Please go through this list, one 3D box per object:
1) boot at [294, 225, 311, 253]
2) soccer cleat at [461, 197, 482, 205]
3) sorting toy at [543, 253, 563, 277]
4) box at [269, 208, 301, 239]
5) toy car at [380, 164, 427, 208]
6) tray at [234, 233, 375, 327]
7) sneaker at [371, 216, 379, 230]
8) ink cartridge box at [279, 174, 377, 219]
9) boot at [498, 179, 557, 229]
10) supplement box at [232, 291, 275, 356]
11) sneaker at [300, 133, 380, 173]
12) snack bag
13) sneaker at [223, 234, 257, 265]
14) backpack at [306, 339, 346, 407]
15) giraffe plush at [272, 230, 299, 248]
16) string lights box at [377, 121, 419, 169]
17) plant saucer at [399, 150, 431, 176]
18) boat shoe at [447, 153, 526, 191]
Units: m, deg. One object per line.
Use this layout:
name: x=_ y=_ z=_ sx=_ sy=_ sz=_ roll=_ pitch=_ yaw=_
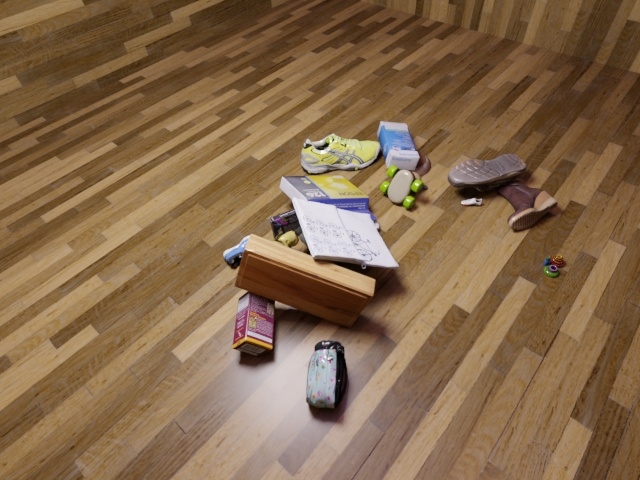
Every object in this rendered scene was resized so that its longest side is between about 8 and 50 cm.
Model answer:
boot: x=0.000 y=0.000 z=1.573 sx=0.161 sy=0.083 sz=0.246 roll=58 pitch=29 yaw=2
soccer cleat: x=0.633 y=-0.163 z=1.701 sx=0.083 sy=0.036 sz=0.029 roll=4 pitch=50 yaw=7
sorting toy: x=0.845 y=0.082 z=1.474 sx=0.061 sy=0.042 sz=0.102 roll=27 pitch=57 yaw=24
box: x=-0.118 y=-0.070 z=1.622 sx=0.161 sy=0.116 sz=0.029 roll=-22 pitch=49 yaw=-15
toy car: x=0.380 y=-0.238 z=1.752 sx=0.155 sy=0.149 sz=0.188 roll=38 pitch=33 yaw=26
tray: x=-0.056 y=0.138 z=1.297 sx=0.410 sy=0.203 sz=0.076 roll=20 pitch=46 yaw=-6
sneaker: x=0.164 y=-0.054 z=1.631 sx=0.152 sy=0.054 sz=0.061 roll=-11 pitch=53 yaw=-6
ink cartridge box: x=0.035 y=-0.176 z=1.637 sx=0.303 sy=0.072 sz=0.307 roll=-5 pitch=32 yaw=-33
boot: x=0.804 y=-0.149 z=1.667 sx=0.248 sy=0.090 sz=0.207 roll=-25 pitch=41 yaw=-15
supplement box: x=-0.216 y=0.270 z=1.335 sx=0.104 sy=0.080 sz=0.188 roll=29 pitch=41 yaw=-31
sneaker: x=0.099 y=-0.412 z=1.878 sx=0.383 sy=0.147 sz=0.145 roll=-13 pitch=48 yaw=-10
snack bag: x=0.087 y=-0.026 z=1.401 sx=0.342 sy=0.037 sz=0.323 roll=10 pitch=35 yaw=-26
sneaker: x=-0.294 y=0.044 z=1.574 sx=0.152 sy=0.058 sz=0.084 roll=-32 pitch=49 yaw=-16
backpack: x=0.016 y=0.402 z=1.209 sx=0.115 sy=0.152 sz=0.182 roll=1 pitch=62 yaw=12
giraffe plush: x=-0.118 y=0.074 z=1.483 sx=0.181 sy=0.210 sz=0.171 roll=-37 pitch=84 yaw=-19
string lights box: x=0.352 y=-0.438 z=1.866 sx=0.133 sy=0.077 sz=0.260 roll=2 pitch=49 yaw=-10
plant saucer: x=0.416 y=-0.368 z=1.892 sx=0.198 sy=0.036 sz=0.199 roll=-2 pitch=50 yaw=3
boat shoe: x=0.700 y=-0.263 z=1.724 sx=0.354 sy=0.130 sz=0.133 roll=-10 pitch=53 yaw=-12
